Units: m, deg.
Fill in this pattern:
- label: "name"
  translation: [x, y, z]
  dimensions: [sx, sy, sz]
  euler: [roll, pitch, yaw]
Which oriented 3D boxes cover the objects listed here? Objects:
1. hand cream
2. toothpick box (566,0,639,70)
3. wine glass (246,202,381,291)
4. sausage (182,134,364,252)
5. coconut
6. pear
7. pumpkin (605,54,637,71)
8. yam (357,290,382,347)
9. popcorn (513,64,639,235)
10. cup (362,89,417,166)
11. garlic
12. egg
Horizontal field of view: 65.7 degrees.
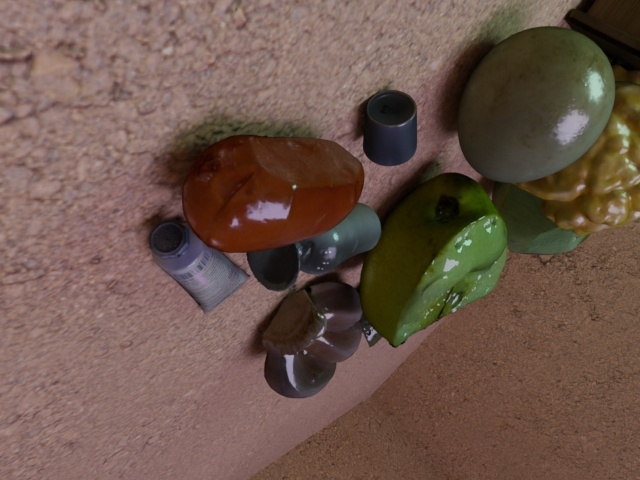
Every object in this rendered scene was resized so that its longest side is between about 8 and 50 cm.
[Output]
- label: "hand cream"
  translation: [-0.155, 0.043, 0.663]
  dimensions: [0.095, 0.059, 0.276]
  euler: [-40, 162, -10]
- label: "toothpick box"
  translation: [0.634, -0.475, 0.883]
  dimensions: [0.190, 0.187, 0.308]
  euler: [-7, 135, -53]
- label: "wine glass"
  translation: [0.000, 0.000, 0.773]
  dimensions: [0.231, 0.103, 0.103]
  euler: [-18, 147, -52]
- label: "sausage"
  translation: [-0.046, -0.055, 0.571]
  dimensions: [0.258, 0.133, 0.133]
  euler: [-18, 147, -53]
- label: "coconut"
  translation: [0.604, -0.100, 1.318]
  dimensions: [0.328, 0.281, 0.328]
  euler: [-36, -165, 12]
- label: "pear"
  translation: [0.234, 0.006, 1.030]
  dimensions: [0.342, 0.238, 0.318]
  euler: [-19, 137, -33]
- label: "pumpkin"
  translation: [0.772, -0.406, 1.219]
  dimensions: [0.250, 0.216, 0.250]
  euler: [-155, -90, -88]
- label: "yam"
  translation: [0.202, 0.120, 1.300]
  dimensions: [0.330, 0.133, 0.133]
  euler: [-43, 158, -9]
- label: "popcorn"
  translation: [0.547, -0.195, 1.025]
  dimensions: [0.349, 0.381, 0.349]
  euler: [-154, -90, -89]
- label: "cup"
  translation: [0.101, -0.167, 0.694]
  dimensions: [0.077, 0.078, 0.100]
  euler: [80, 26, -59]
- label: "garlic"
  translation: [-0.008, 0.221, 1.090]
  dimensions: [0.279, 0.132, 0.325]
  euler: [-53, 150, 3]
- label: "egg"
  translation: [0.332, -0.204, 0.813]
  dimensions: [0.218, 0.218, 0.295]
  euler: [-34, 168, -20]
